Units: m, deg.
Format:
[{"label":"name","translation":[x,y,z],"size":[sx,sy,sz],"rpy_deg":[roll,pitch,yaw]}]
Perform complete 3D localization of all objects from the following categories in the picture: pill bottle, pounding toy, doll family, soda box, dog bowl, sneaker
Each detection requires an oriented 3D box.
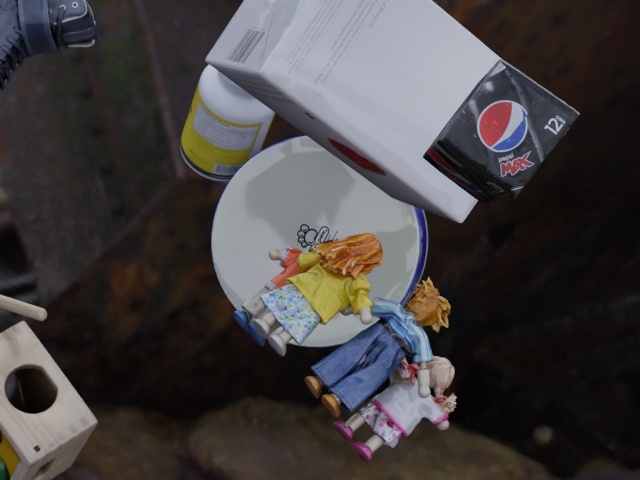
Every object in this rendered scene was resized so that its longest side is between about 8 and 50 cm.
[{"label":"pill bottle","translation":[-0.109,-0.165,1.808],"size":[0.103,0.184,0.103],"rpy_deg":[10,52,-13]},{"label":"pounding toy","translation":[-0.319,0.131,1.403],"size":[0.094,0.181,0.206],"rpy_deg":[-31,77,-34]},{"label":"doll family","translation":[0.041,0.087,1.465],"size":[0.163,0.118,0.263],"rpy_deg":[-40,77,-15]},{"label":"soda box","translation":[0.100,-0.059,0.841],"size":[0.053,0.060,0.169],"rpy_deg":[37,0,1]},{"label":"dog bowl","translation":[0.000,0.000,1.803],"size":[0.265,0.265,0.104],"rpy_deg":[24,4,7]},{"label":"sneaker","translation":[-0.320,-0.194,1.531],"size":[0.163,0.086,0.226],"rpy_deg":[1,68,-4]}]

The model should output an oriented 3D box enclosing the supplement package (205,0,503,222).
[{"label":"supplement package","translation":[0.058,-0.177,1.570],"size":[0.293,0.175,0.177],"rpy_deg":[35,-4,-25]}]
